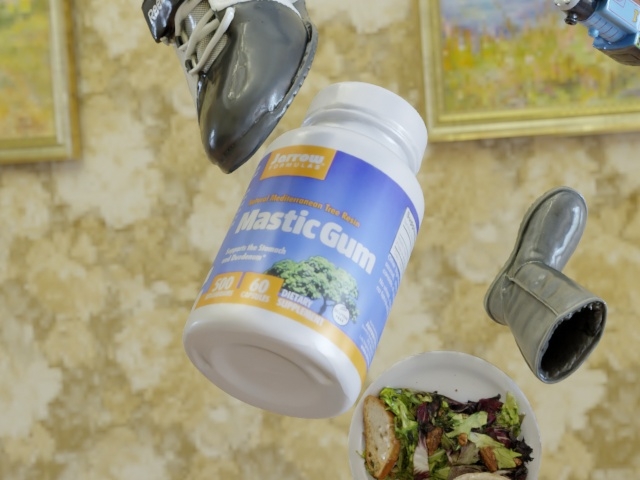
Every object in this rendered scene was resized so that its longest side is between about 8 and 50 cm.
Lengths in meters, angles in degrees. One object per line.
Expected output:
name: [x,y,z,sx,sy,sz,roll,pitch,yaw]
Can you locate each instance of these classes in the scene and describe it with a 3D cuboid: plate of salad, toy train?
plate of salad: [0.125,0.213,1.328,0.199,0.200,0.048,-4,-7,9]
toy train: [0.325,-0.267,1.438,0.184,0.105,0.080,23,-11,-38]

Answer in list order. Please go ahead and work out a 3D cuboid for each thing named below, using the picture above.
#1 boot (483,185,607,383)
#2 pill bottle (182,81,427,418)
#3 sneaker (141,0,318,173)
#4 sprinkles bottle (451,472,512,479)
boot: [0.251,0.041,1.369,0.076,0.190,0.208,25,5,-7]
pill bottle: [0.000,0.000,1.099,0.152,0.272,0.152,16,-31,10]
sneaker: [-0.087,-0.186,0.974,0.146,0.331,0.122,29,-54,-26]
sprinkles bottle: [0.105,0.302,1.081,0.121,0.121,0.355,-3,7,20]
